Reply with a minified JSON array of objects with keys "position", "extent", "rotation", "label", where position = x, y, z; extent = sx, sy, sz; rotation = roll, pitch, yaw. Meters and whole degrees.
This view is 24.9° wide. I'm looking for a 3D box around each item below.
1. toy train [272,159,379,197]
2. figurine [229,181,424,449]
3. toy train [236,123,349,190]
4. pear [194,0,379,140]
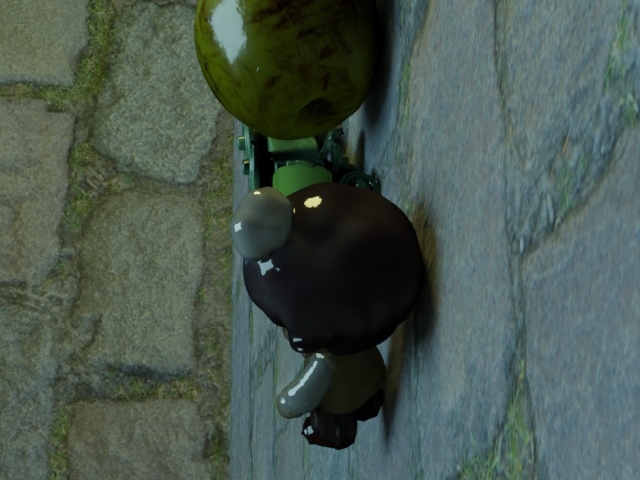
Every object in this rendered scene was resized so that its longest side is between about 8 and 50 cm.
[{"position":[0.000,0.000,1.941],"extent":[0.105,0.157,0.253],"rotation":[112,162,-55],"label":"toy train"},{"position":[0.008,0.082,1.751],"extent":[0.206,0.218,0.365],"rotation":[46,149,24],"label":"figurine"},{"position":[-0.040,-0.065,2.229],"extent":[0.397,0.160,0.253],"rotation":[-109,15,-74],"label":"toy train"},{"position":[-0.041,-0.280,2.005],"extent":[0.283,0.283,0.284],"rotation":[-177,90,-81],"label":"pear"}]
